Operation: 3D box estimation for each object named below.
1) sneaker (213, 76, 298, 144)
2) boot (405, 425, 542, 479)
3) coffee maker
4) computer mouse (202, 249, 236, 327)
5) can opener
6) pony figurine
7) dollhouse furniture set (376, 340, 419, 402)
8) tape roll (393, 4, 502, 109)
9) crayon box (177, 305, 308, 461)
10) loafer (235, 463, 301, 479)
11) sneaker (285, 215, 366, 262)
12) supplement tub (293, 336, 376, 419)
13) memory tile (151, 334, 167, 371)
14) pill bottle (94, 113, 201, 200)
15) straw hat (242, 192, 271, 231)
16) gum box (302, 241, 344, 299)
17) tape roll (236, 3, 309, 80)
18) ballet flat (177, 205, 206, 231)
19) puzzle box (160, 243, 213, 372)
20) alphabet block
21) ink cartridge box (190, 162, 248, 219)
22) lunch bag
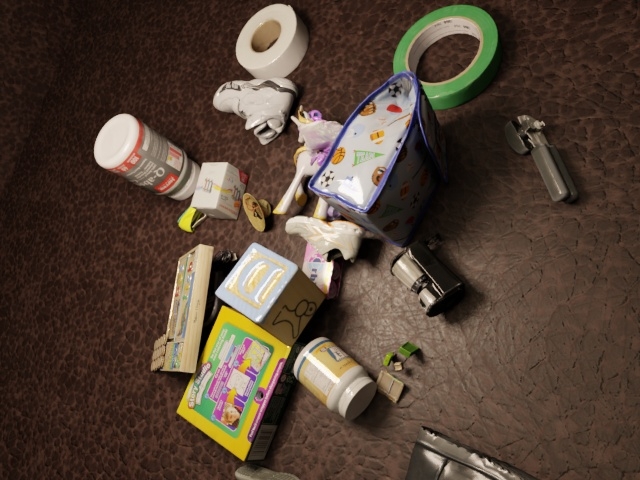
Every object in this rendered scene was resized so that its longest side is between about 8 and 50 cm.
[{"bbox_3d":[-0.263,-0.475,1.874,0.365,0.137,0.211,0,70,28],"label":"sneaker"},{"bbox_3d":[0.305,0.693,1.096,0.366,0.146,0.446,13,77,41],"label":"boot"},{"bbox_3d":[0.299,0.088,1.340,0.171,0.120,0.178,-45,56,9],"label":"coffee maker"},{"bbox_3d":[-0.363,0.177,1.742,0.188,0.072,0.273,-21,53,32],"label":"computer mouse"},{"bbox_3d":[0.579,-0.214,1.323,0.093,0.074,0.281,-53,44,48],"label":"can opener"},{"bbox_3d":[0.010,-0.246,1.573,0.350,0.302,0.364,10,92,43],"label":"pony figurine"},{"bbox_3d":[0.208,0.348,1.359,0.076,0.058,0.152,27,107,28],"label":"dollhouse furniture set"},{"bbox_3d":[0.386,-0.561,1.552,0.321,0.077,0.322,-11,68,27],"label":"tape roll"},{"bbox_3d":[-0.241,0.427,1.551,0.313,0.106,0.363,18,82,36],"label":"crayon box"},{"bbox_3d":[-0.134,0.700,1.408,0.251,0.094,0.088,1,97,41],"label":"loafer"},{"bbox_3d":[0.000,0.000,1.492,0.262,0.099,0.121,8,80,31],"label":"sneaker"},{"bbox_3d":[0.039,0.374,1.376,0.199,0.144,0.144,34,91,35],"label":"supplement tub"},{"bbox_3d":[-0.566,0.397,1.774,0.148,0.012,0.113,-33,49,53],"label":"memory tile"},{"bbox_3d":[-0.632,-0.297,1.894,0.210,0.363,0.211,-11,66,28],"label":"pill bottle"},{"bbox_3d":[-0.206,-0.108,1.749,0.061,0.145,0.144,-25,49,-29],"label":"straw hat"},{"bbox_3d":[0.006,0.085,1.552,0.107,0.062,0.189,1,73,32],"label":"gum box"},{"bbox_3d":[-0.186,-0.763,1.957,0.286,0.100,0.287,-11,67,28],"label":"tape roll"},{"bbox_3d":[-0.449,-0.130,1.910,0.077,0.077,0.231,36,96,14],"label":"ballet flat"},{"bbox_3d":[-0.453,0.235,1.703,0.272,0.052,0.409,-24,57,58],"label":"puzzle box"},{"bbox_3d":[-0.137,0.154,1.434,0.193,0.197,0.192,28,75,37],"label":"alphabet block"},{"bbox_3d":[-0.364,-0.177,1.833,0.127,0.128,0.176,6,77,32],"label":"ink cartridge box"},{"bbox_3d":[0.203,-0.216,1.383,0.238,0.328,0.386,27,86,31],"label":"lunch bag"}]
